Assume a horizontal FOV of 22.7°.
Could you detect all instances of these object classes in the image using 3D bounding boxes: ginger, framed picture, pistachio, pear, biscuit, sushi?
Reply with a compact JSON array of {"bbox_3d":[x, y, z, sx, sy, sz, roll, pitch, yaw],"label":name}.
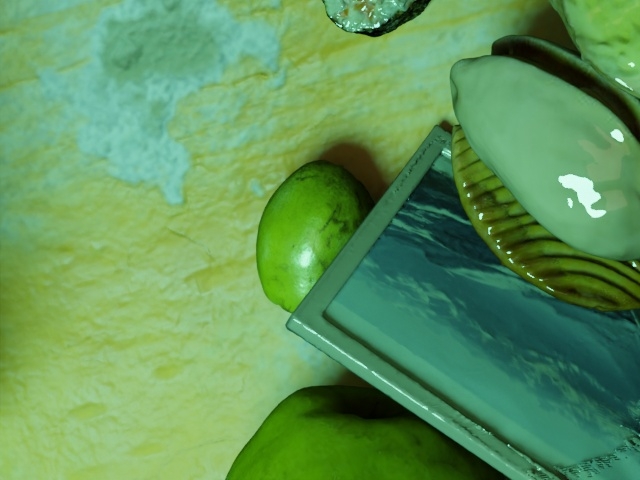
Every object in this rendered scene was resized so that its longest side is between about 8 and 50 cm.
[{"bbox_3d":[0.209,-0.224,1.196,0.126,0.354,0.190,-35,131,16],"label":"ginger"},{"bbox_3d":[0.172,0.077,1.258,0.335,0.022,0.247,34,53,5],"label":"framed picture"},{"bbox_3d":[0.189,-0.070,1.202,0.126,0.152,0.223,-33,65,-24],"label":"pistachio"},{"bbox_3d":[0.000,0.000,1.317,0.107,0.107,0.131,20,84,6],"label":"pear"},{"bbox_3d":[0.219,-0.027,1.296,0.229,0.031,0.176,4,66,-13],"label":"biscuit"},{"bbox_3d":[0.032,0.269,1.259,0.253,0.253,0.307,9,97,7],"label":"pear"},{"bbox_3d":[0.064,-0.234,1.309,0.150,0.078,0.090,-42,87,9],"label":"sushi"}]
